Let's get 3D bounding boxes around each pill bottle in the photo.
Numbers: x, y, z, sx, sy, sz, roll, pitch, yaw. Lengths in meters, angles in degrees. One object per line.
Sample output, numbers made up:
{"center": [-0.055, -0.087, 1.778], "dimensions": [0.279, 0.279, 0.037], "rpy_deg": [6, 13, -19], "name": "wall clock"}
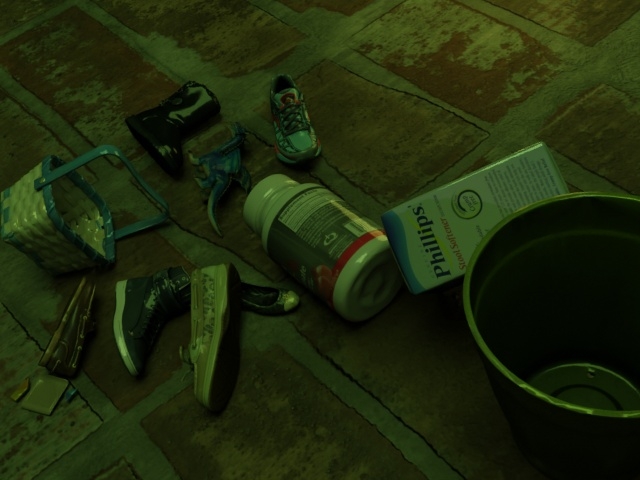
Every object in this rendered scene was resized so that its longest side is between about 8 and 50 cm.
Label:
{"center": [0.000, 0.000, 1.575], "dimensions": [0.176, 0.176, 0.318], "rpy_deg": [-38, 52, -21], "name": "pill bottle"}

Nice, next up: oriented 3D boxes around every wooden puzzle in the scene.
{"center": [-0.511, 0.286, 1.542], "dimensions": [0.116, 0.014, 0.078], "rpy_deg": [16, 59, 24], "name": "wooden puzzle"}

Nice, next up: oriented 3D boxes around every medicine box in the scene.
{"center": [0.282, -0.026, 1.417], "dimensions": [0.289, 0.263, 0.149], "rpy_deg": [-25, 80, 15], "name": "medicine box"}

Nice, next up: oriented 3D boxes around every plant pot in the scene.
{"center": [0.397, 0.180, 1.216], "dimensions": [0.367, 0.353, 0.366], "rpy_deg": [-5, 49, 6], "name": "plant pot"}

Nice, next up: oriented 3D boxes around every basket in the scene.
{"center": [-0.484, -0.067, 1.685], "dimensions": [0.289, 0.254, 0.201], "rpy_deg": [-19, 54, 8], "name": "basket"}

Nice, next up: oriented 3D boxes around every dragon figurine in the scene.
{"center": [-0.201, -0.148, 1.808], "dimensions": [0.144, 0.085, 0.289], "rpy_deg": [-17, 47, -3], "name": "dragon figurine"}

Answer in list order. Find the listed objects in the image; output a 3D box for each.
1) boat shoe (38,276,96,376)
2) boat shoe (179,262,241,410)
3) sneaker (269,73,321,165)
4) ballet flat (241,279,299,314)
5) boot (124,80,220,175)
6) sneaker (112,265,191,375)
{"center": [-0.473, 0.169, 1.605], "dimensions": [0.073, 0.073, 0.207], "rpy_deg": [26, 53, -16], "name": "boat shoe"}
{"center": [-0.201, 0.174, 1.509], "dimensions": [0.089, 0.104, 0.285], "rpy_deg": [-6, 54, 13], "name": "boat shoe"}
{"center": [-0.073, -0.278, 1.869], "dimensions": [0.104, 0.125, 0.262], "rpy_deg": [-18, 48, -3], "name": "sneaker"}
{"center": [-0.124, 0.105, 1.593], "dimensions": [0.173, 0.049, 0.057], "rpy_deg": [7, 52, 17], "name": "ballet flat"}
{"center": [-0.321, -0.273, 1.936], "dimensions": [0.207, 0.094, 0.246], "rpy_deg": [-34, 45, -13], "name": "boot"}
{"center": [-0.304, 0.142, 1.574], "dimensions": [0.163, 0.086, 0.226], "rpy_deg": [-15, 47, 2], "name": "sneaker"}
